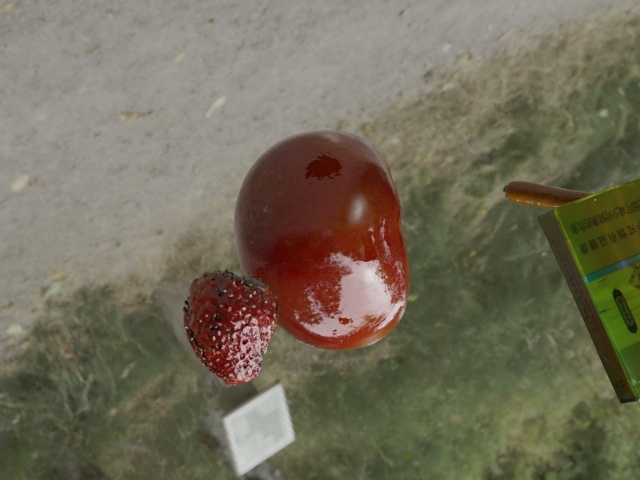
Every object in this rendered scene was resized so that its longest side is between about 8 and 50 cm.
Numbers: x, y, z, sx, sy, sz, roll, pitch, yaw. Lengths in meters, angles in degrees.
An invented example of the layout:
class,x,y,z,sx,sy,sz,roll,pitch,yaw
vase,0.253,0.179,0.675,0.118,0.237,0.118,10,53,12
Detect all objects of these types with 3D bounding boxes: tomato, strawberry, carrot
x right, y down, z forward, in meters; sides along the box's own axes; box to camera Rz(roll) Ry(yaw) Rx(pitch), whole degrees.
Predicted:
class,x,y,z,sx,sy,sz,roll,pitch,yaw
tomato,0.000,0.000,1.165,0.227,0.298,0.298,-6,165,1
strawberry,-0.073,0.072,0.730,0.083,0.096,0.083,-13,169,-2
carrot,0.430,-0.069,1.496,0.043,0.248,0.043,-22,118,-50

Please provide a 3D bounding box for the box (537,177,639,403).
class,x,y,z,sx,sy,sz,roll,pitch,yaw
box,0.299,0.045,0.838,0.121,0.193,0.030,-18,172,-25
